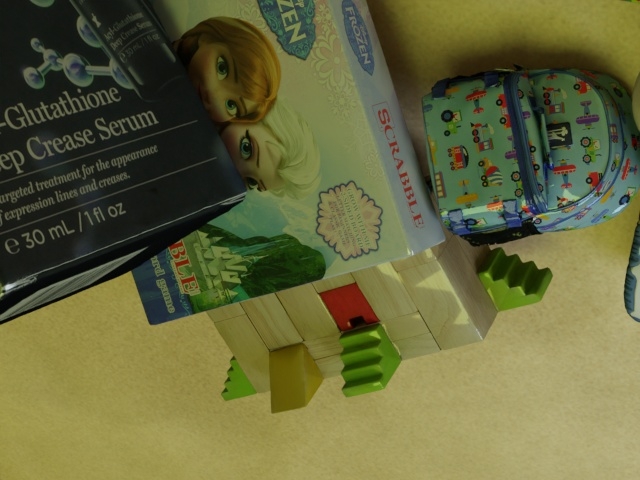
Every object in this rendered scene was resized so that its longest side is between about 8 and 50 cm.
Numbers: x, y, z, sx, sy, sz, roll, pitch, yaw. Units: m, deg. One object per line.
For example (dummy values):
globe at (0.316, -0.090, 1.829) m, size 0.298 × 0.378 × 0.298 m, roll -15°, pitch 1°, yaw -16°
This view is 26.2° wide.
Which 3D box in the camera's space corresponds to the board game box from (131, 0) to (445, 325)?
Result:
board game box at (-0.078, -0.106, 1.265) m, size 0.318 × 0.066 × 0.319 m, roll -17°, pitch 93°, yaw 35°

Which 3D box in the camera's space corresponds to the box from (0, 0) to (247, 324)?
box at (-0.300, -0.136, 1.173) m, size 0.212 × 0.293 × 0.395 m, roll -29°, pitch 88°, yaw 40°

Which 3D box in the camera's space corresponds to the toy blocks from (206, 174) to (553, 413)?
toy blocks at (0.000, 0.000, 1.385) m, size 0.381 × 0.191 × 0.261 m, roll -17°, pitch 112°, yaw 35°

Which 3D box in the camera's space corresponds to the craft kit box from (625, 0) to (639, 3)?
craft kit box at (0.315, -0.284, 1.029) m, size 0.246 × 0.061 × 0.250 m, roll 11°, pitch 132°, yaw 11°

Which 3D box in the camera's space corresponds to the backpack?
backpack at (0.191, -0.080, 1.215) m, size 0.173 × 0.158 × 0.117 m, roll -7°, pitch 172°, yaw 21°

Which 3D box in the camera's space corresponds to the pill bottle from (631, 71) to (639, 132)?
pill bottle at (0.390, -0.021, 1.069) m, size 0.188 × 0.188 × 0.334 m, roll -15°, pitch 126°, yaw 34°

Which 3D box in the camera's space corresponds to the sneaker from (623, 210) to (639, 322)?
sneaker at (0.351, -0.025, 1.233) m, size 0.131 × 0.112 × 0.296 m, roll 12°, pitch 136°, yaw 12°
